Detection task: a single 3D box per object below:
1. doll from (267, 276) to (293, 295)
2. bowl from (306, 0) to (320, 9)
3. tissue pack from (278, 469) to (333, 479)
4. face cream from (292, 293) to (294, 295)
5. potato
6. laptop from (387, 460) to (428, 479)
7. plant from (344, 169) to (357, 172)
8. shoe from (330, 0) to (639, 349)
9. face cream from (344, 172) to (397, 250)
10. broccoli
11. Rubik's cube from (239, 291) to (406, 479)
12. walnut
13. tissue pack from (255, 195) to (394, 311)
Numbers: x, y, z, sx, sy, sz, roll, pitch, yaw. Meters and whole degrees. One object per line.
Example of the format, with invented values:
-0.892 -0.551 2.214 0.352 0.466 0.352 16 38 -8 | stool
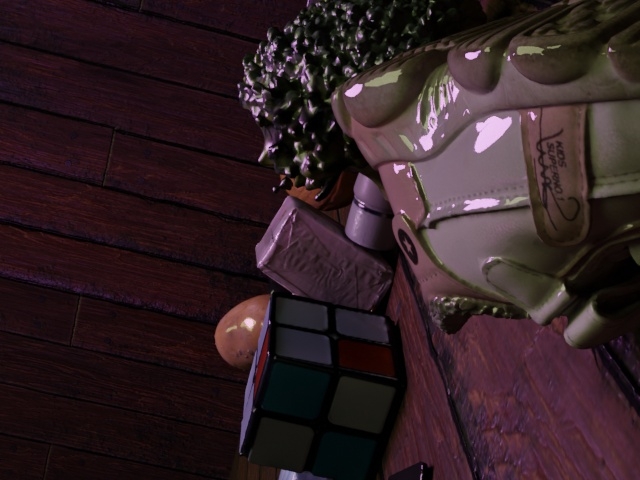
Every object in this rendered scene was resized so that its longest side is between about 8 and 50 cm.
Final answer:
-0.038 0.125 2.107 0.234 0.143 0.135 -93 11 -68 | doll
0.082 -0.460 1.946 0.354 0.185 0.354 -163 90 -89 | bowl
-0.043 0.480 1.611 0.177 0.089 0.263 129 156 -74 | tissue pack
0.003 0.114 1.874 0.206 0.111 0.206 -167 90 -82 | face cream
-0.079 0.134 1.536 0.178 0.118 0.109 -24 81 40 | potato
0.082 0.336 1.105 0.135 0.016 0.197 121 160 -68 | laptop
0.053 -0.267 1.695 0.181 0.194 0.321 61 -158 -45 | plant
0.158 -0.042 0.610 0.351 0.172 0.198 4 118 66 | shoe
0.116 -0.139 1.488 0.143 0.089 0.314 -16 -51 -56 | face cream
0.066 -0.157 1.259 0.281 0.293 0.348 64 -152 -28 | broccoli
0.000 0.192 1.388 0.180 0.183 0.167 -87 11 -66 | Rubik's cube
0.016 -0.151 2.005 0.226 0.193 0.193 130 153 -78 | walnut
0.002 0.030 1.641 0.124 0.185 0.225 -58 7 3 | tissue pack
